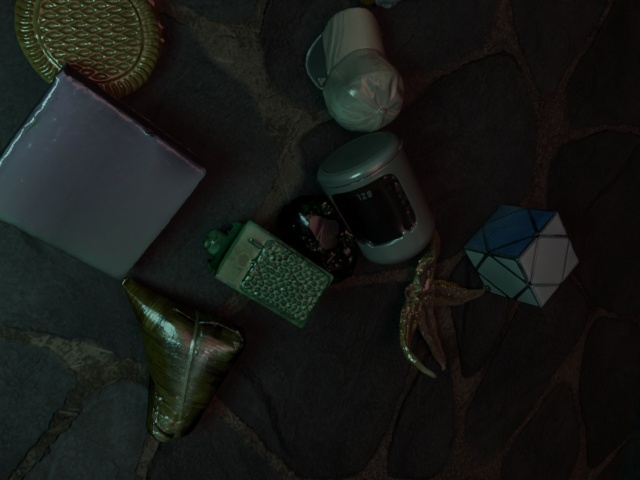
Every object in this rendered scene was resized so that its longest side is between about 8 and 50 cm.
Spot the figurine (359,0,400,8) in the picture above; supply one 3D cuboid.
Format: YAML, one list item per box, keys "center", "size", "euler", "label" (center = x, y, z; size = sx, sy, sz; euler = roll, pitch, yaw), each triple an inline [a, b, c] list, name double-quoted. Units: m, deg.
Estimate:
- center: [0.209, -0.622, 1.229]
  size: [0.271, 0.143, 0.143]
  euler: [-45, 118, -17]
  label: "figurine"

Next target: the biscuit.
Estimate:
- center: [-0.407, -0.379, 0.944]
  size: [0.259, 0.079, 0.259]
  euler: [-5, 102, -28]
  label: "biscuit"

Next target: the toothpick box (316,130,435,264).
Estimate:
- center: [0.151, -0.087, 1.261]
  size: [0.229, 0.229, 0.316]
  euler: [-41, 118, -18]
  label: "toothpick box"

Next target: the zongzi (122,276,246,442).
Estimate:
- center: [-0.337, 0.246, 1.086]
  size: [0.288, 0.134, 0.286]
  euler: [31, 87, -17]
  label: "zongzi"

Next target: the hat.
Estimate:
- center: [0.102, -0.388, 1.198]
  size: [0.232, 0.161, 0.275]
  euler: [-12, 102, -32]
  label: "hat"

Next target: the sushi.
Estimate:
- center: [0.000, 0.000, 1.226]
  size: [0.124, 0.127, 0.225]
  euler: [-41, 119, -17]
  label: "sushi"

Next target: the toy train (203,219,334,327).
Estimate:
- center: [-0.122, 0.059, 1.121]
  size: [0.266, 0.202, 0.145]
  euler: [35, 83, -28]
  label: "toy train"

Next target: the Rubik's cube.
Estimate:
- center: [0.588, 0.040, 1.530]
  size: [0.205, 0.205, 0.207]
  euler: [-43, 116, -17]
  label: "Rubik's cube"

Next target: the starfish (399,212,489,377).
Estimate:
- center: [0.327, 0.180, 1.453]
  size: [0.384, 0.132, 0.398]
  euler: [31, 70, -38]
  label: "starfish"

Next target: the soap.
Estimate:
- center: [-0.406, -0.110, 0.938]
  size: [0.296, 0.107, 0.285]
  euler: [37, 96, -32]
  label: "soap"
